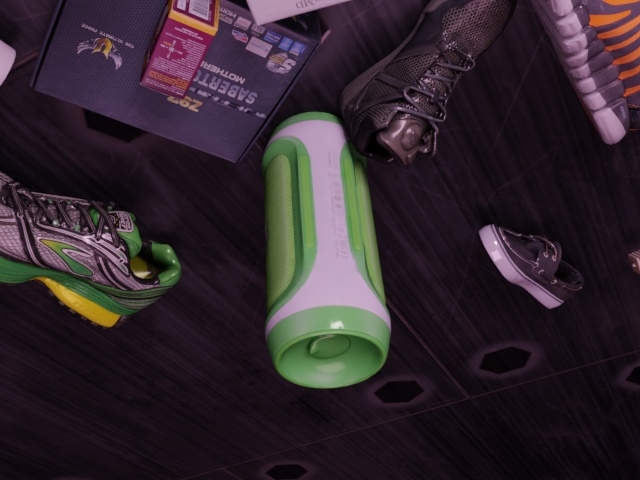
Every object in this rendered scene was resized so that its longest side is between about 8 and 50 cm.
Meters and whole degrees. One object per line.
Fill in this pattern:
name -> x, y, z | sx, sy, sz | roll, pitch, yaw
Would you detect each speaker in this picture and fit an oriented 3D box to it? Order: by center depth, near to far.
speaker -> 0.000, 0.000, 0.766 | 0.131, 0.296, 0.131 | -3, 140, -2

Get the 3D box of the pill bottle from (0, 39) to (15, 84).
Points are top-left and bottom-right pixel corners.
pill bottle -> -0.365, -0.191, 0.673 | 0.078, 0.078, 0.137 | -32, 133, 29

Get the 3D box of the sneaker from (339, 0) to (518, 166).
sneaker -> 0.113, -0.157, 0.723 | 0.087, 0.130, 0.227 | 28, 128, -35

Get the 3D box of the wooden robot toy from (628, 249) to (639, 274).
wooden robot toy -> 0.510, -0.017, 0.996 | 0.173, 0.076, 0.079 | -20, 103, 18

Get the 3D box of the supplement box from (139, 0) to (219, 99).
supplement box -> -0.125, -0.177, 0.639 | 0.043, 0.055, 0.083 | 17, 133, -23

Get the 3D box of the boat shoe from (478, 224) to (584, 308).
boat shoe -> 0.303, 0.028, 1.005 | 0.076, 0.080, 0.228 | -35, 133, 23

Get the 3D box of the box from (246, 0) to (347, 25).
box -> -0.023, -0.255, 0.610 | 0.101, 0.101, 0.087 | -13, 142, 8

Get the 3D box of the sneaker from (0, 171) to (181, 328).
sneaker -> -0.309, -0.016, 0.871 | 0.146, 0.134, 0.343 | -30, 143, 18

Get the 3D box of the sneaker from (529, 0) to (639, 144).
sneaker -> 0.303, -0.231, 0.675 | 0.180, 0.124, 0.321 | -28, 146, 20

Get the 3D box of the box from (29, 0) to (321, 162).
box -> -0.144, -0.188, 0.713 | 0.233, 0.059, 0.183 | 19, 135, -26
